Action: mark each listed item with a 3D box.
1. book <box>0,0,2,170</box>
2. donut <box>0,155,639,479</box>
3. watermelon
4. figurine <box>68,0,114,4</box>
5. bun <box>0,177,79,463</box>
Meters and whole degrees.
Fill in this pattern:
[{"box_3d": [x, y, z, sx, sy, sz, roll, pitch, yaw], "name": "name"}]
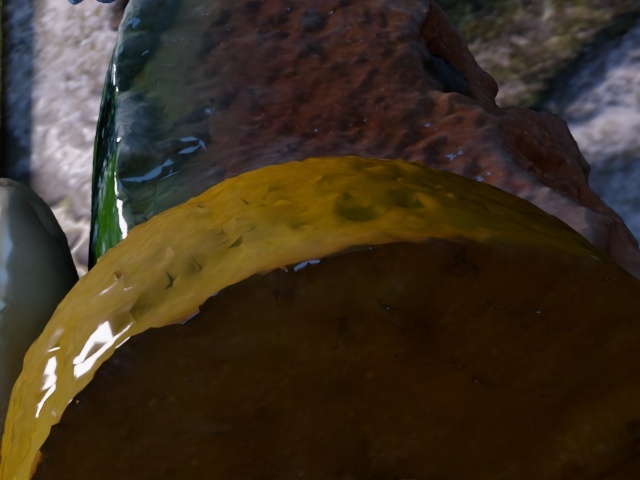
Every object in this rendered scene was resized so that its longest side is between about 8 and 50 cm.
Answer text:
[{"box_3d": [-0.319, -0.072, 1.051, 0.239, 0.035, 0.352, -20, 46, 10], "name": "book"}, {"box_3d": [0.008, 0.085, 0.582, 0.277, 0.278, 0.108, -30, 38, 2], "name": "donut"}, {"box_3d": [-0.012, -0.006, 0.744, 0.302, 0.151, 0.264, -25, 45, 8], "name": "watermelon"}, {"box_3d": [-0.130, -0.212, 1.035, 0.114, 0.079, 0.114, -6, 77, 27], "name": "figurine"}, {"box_3d": [-0.176, 0.059, 0.811, 0.183, 0.102, 0.183, -27, 51, 38], "name": "bun"}]
